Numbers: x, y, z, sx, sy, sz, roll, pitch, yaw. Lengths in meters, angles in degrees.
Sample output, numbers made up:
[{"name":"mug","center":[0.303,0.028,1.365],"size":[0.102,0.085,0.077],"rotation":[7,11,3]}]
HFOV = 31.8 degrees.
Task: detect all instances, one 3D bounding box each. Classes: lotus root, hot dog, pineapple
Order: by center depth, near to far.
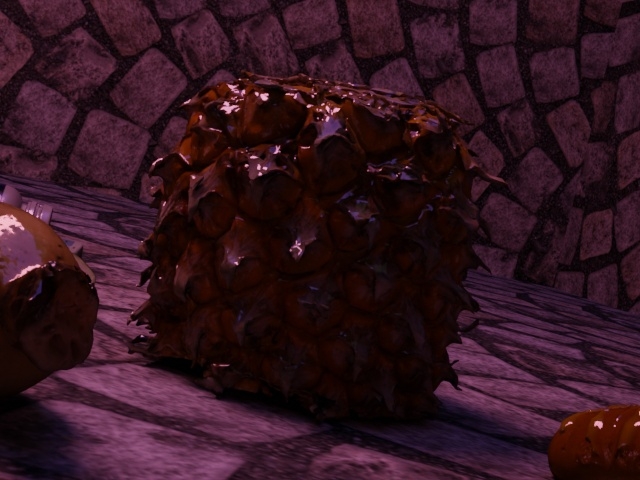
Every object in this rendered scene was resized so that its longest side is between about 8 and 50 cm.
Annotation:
[{"name":"lotus root","center":[-0.258,0.035,0.762],"size":[0.303,0.130,0.146],"rotation":[15,27,40]},{"name":"hot dog","center":[0.292,0.160,0.849],"size":[0.115,0.072,0.269],"rotation":[10,-13,-37]},{"name":"pineapple","center":[-0.003,-0.001,1.057],"size":[0.352,0.300,0.352],"rotation":[10,9,-2]}]

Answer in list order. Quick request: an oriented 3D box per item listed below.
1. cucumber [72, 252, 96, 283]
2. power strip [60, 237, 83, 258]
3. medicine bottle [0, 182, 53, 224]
[{"name":"cucumber","center":[-0.293,0.042,1.282],"size":[0.067,0.035,0.107],"rotation":[45,8,6]},{"name":"power strip","center":[-0.397,0.007,1.431],"size":[0.192,0.035,0.081],"rotation":[12,13,-4]},{"name":"medicine bottle","center":[-0.411,-0.021,1.287],"size":[0.191,0.107,0.107],"rotation":[12,3,-12]}]
